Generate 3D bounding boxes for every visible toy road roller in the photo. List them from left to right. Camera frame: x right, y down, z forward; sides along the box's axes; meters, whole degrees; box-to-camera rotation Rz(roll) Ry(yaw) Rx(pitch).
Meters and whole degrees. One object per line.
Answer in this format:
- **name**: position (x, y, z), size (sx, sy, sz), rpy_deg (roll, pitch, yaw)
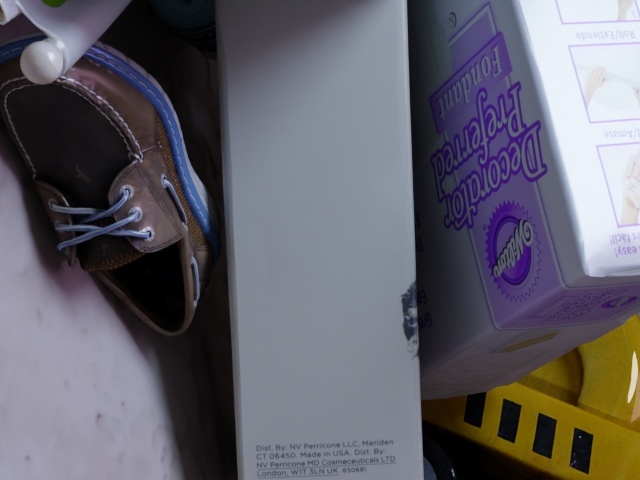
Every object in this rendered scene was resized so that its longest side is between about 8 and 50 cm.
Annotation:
- **toy road roller**: position (0.179, 0.161, 0.959), size (0.240, 0.329, 0.202), rpy_deg (-59, 146, -15)

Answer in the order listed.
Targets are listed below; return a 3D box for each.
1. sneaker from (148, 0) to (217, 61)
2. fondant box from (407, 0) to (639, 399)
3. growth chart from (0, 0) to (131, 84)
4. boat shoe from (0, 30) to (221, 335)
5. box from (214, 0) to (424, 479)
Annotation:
- **sneaker**: position (-0.070, -0.242, 0.868), size (0.122, 0.110, 0.283), rpy_deg (-2, 78, -70)
- **fondant box**: position (0.081, -0.102, 0.851), size (0.238, 0.096, 0.330), rpy_deg (137, -57, -60)
- **growth chart**: position (-0.153, -0.168, 0.605), size (0.237, 0.021, 0.172), rpy_deg (50, 25, -24)
- **boat shoe**: position (-0.089, -0.020, 0.692), size (0.183, 0.066, 0.066), rpy_deg (54, 28, -51)
- **box**: position (0.000, 0.000, 0.785), size (0.113, 0.094, 0.275), rpy_deg (-94, -178, -82)
